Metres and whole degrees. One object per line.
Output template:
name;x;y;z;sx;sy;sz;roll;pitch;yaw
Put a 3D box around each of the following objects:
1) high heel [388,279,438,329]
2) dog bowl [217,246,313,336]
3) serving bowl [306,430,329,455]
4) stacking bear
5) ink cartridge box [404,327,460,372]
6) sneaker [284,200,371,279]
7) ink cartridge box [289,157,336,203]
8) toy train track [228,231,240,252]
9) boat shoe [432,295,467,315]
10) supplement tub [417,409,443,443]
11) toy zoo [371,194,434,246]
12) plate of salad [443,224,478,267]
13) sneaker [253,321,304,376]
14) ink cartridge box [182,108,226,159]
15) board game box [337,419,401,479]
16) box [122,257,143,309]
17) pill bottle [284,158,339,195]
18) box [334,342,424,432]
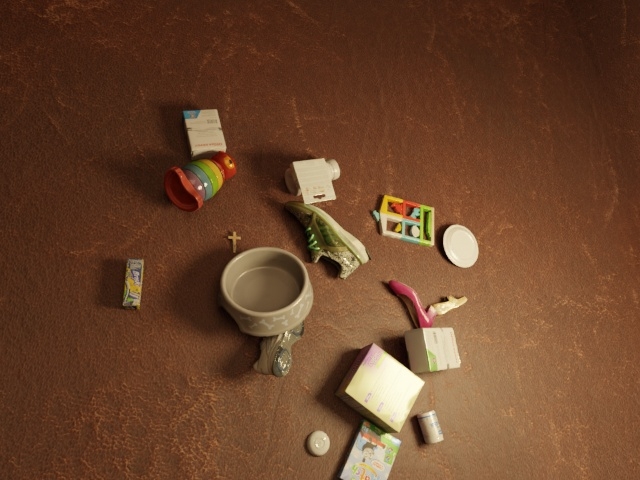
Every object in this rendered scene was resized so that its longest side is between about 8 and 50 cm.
high heel;0.357;0.269;1.950;0.244;0.082;0.117;40;70;-4
dog bowl;-0.197;0.165;1.703;0.350;0.102;0.348;2;47;-2
serving bowl;-0.005;0.700;1.654;0.084;0.027;0.083;7;66;-16
stacking bear;-0.439;-0.246;1.841;0.175;0.164;0.289;55;49;-10
ink cartridge box;0.431;0.420;1.841;0.220;0.093;0.160;11;66;-45
sneaker;0.000;0.000;1.907;0.410;0.158;0.182;38;78;5
ink cartridge box;-0.029;-0.234;1.913;0.146;0.045;0.179;-12;82;-26
toy train track;-0.333;0.008;1.848;0.048;0.014;0.083;4;72;-25
boat shoe;0.543;0.261;2.016;0.170;0.063;0.059;-20;82;-25
supplement tub;0.407;0.691;1.778;0.071;0.071;0.107;-10;71;-23
toy zoo;0.368;-0.091;2.126;0.294;0.030;0.192;14;64;-14
plate of salad;0.627;0.027;2.157;0.200;0.048;0.199;8;72;-25
sneaker;-0.151;0.350;1.704;0.110;0.130;0.297;61;34;-27
ink cartridge box;-0.474;-0.431;1.949;0.140;0.082;0.190;-9;72;-22
board game box;0.173;0.767;1.681;0.160;0.039;0.211;32;62;-4
box;-0.644;0.150;1.650;0.054;0.059;0.168;4;66;-17
pill bottle;-0.032;-0.273;2.014;0.216;0.121;0.121;-22;77;-27
box;0.215;0.540;1.750;0.243;0.117;0.213;38;61;-2
